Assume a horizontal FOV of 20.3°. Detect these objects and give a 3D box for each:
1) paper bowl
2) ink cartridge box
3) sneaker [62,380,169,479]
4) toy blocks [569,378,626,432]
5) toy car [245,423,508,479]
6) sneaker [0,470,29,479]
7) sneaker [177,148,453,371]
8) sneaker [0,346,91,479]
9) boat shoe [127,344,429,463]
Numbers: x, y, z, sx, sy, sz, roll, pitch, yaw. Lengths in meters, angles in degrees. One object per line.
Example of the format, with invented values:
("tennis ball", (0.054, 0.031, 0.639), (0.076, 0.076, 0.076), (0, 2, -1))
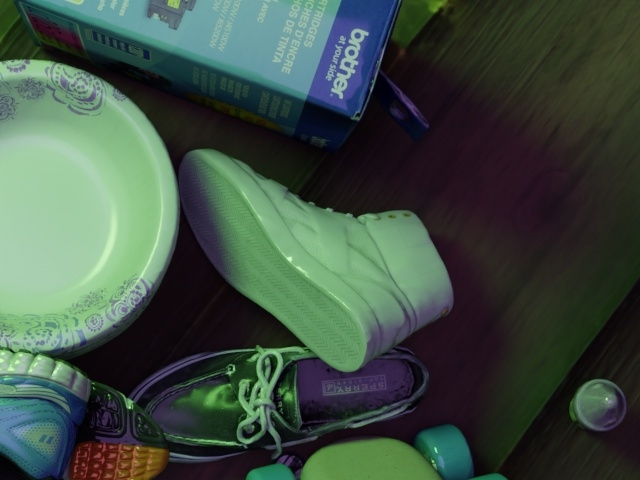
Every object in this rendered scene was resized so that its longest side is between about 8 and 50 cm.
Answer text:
("paper bowl", (-0.281, -0.021, 1.721), (0.284, 0.148, 0.284), (1, 80, -8))
("ink cartridge box", (-0.075, -0.205, 1.699), (0.395, 0.270, 0.151), (18, 85, -2))
("sneaker", (-0.266, 0.181, 1.719), (0.262, 0.121, 0.099), (12, 78, 9))
("toy blocks", (0.340, 0.272, 1.675), (0.308, 0.260, 0.289), (20, 78, -2))
("toy car", (0.061, 0.330, 1.728), (0.219, 0.210, 0.238), (-11, 114, -18))
("sneaker", (-0.400, 0.297, 1.683), (0.281, 0.162, 0.106), (-24, 87, -5))
("sneaker", (0.000, 0.000, 1.779), (0.169, 0.108, 0.292), (-23, 58, -40))
("sneaker", (-0.378, 0.166, 1.607), (0.330, 0.130, 0.147), (4, 75, 9))
("boat shoe", (-0.044, 0.157, 1.750), (0.306, 0.105, 0.113), (-3, 85, -4))
